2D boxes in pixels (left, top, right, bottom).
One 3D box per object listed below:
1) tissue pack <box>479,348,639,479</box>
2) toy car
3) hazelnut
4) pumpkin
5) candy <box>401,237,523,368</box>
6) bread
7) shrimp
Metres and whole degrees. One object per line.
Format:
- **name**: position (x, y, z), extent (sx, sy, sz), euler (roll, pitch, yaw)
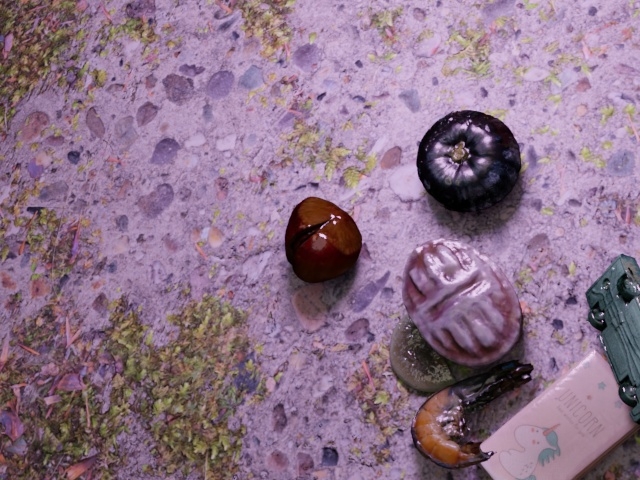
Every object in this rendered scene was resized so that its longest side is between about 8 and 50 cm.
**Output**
- **tissue pack**: position (0.472, 0.383, 1.810), extent (0.325, 0.071, 0.170), euler (-41, 62, -1)
- **toy car**: position (0.611, 0.185, 1.771), extent (0.097, 0.141, 0.321), euler (9, 46, -21)
- **hazelnut**: position (0.000, 0.000, 2.082), extent (0.178, 0.178, 0.204), euler (-34, 58, 4)
- **pumpkin**: position (0.324, -0.176, 2.031), extent (0.233, 0.163, 0.233), euler (-5, 77, 24)
- **candy**: position (0.297, 0.132, 1.923), extent (0.214, 0.157, 0.289), euler (-37, 67, 7)
- **bread**: position (0.202, 0.247, 1.977), extent (0.112, 0.036, 0.193), euler (-29, 63, 7)
- **shrimp**: position (0.317, 0.348, 1.837), extent (0.290, 0.054, 0.222), euler (-32, 29, 3)
